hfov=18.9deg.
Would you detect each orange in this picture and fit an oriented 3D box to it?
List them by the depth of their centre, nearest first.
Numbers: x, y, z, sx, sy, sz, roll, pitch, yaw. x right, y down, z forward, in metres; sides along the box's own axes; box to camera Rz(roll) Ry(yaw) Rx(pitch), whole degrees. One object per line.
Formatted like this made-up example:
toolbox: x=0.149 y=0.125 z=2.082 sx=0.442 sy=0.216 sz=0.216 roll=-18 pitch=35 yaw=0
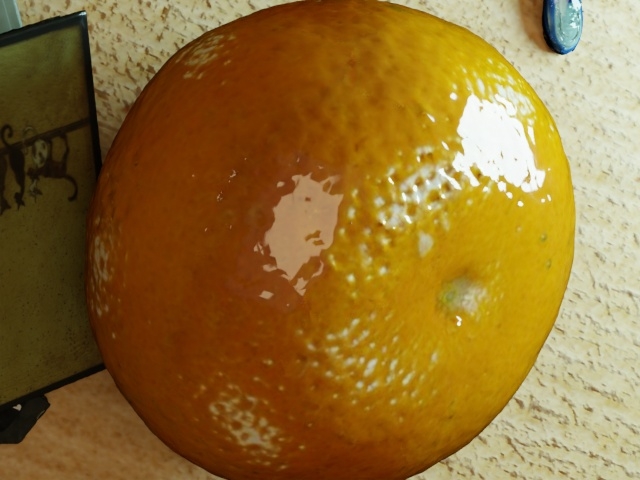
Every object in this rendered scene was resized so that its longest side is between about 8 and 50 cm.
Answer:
orange: x=0.000 y=0.000 z=1.568 sx=0.424 sy=0.326 sz=0.424 roll=-18 pitch=120 yaw=-34

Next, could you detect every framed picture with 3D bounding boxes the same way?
framed picture: x=-0.283 y=0.003 z=1.527 sx=0.255 sy=0.014 sz=0.339 roll=-21 pitch=127 yaw=-28

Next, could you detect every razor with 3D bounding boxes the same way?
razor: x=0.207 y=-0.331 z=1.757 sx=0.093 sy=0.056 sz=0.324 roll=-11 pitch=96 yaw=-16

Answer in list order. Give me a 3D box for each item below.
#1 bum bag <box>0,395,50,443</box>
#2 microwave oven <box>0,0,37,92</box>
bum bag: x=-0.314 y=0.096 z=1.638 sx=0.087 sy=0.049 sz=0.198 roll=-38 pitch=101 yaw=-15
microwave oven: x=-0.347 y=-0.142 z=1.563 sx=0.208 sy=0.122 sz=0.162 roll=-12 pitch=73 yaw=-15
